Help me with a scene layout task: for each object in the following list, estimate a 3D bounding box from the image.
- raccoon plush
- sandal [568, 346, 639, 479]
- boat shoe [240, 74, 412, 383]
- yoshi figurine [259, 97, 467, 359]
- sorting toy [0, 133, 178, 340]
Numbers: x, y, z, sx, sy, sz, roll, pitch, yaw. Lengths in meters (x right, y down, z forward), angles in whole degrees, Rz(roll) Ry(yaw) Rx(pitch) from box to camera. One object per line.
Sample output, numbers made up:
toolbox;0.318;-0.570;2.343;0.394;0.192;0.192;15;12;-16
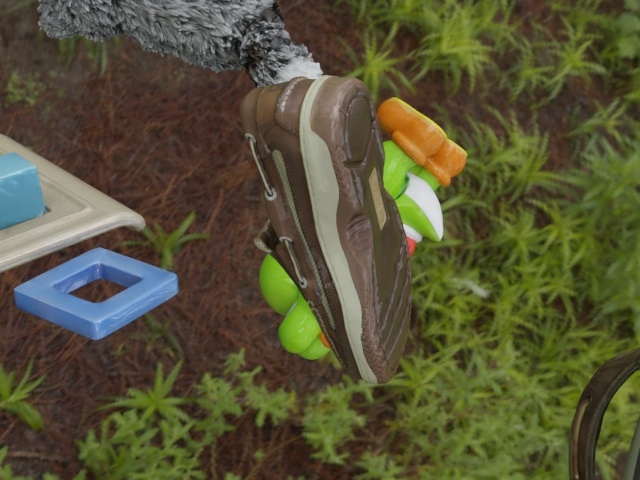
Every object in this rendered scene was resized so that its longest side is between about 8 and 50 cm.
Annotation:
raccoon plush;-0.209;-0.304;1.316;0.299;0.216;0.446;-13;34;-19
sandal;0.160;0.106;0.482;0.120;0.303;0.086;-36;58;-17
boat shoe;0.003;-0.005;0.723;0.095;0.095;0.257;-56;144;-47
yoshi figurine;0.032;-0.018;1.385;0.203;0.203;0.362;33;90;-9
sorting toy;-0.231;-0.026;0.587;0.196;0.347;0.047;-20;123;-37
